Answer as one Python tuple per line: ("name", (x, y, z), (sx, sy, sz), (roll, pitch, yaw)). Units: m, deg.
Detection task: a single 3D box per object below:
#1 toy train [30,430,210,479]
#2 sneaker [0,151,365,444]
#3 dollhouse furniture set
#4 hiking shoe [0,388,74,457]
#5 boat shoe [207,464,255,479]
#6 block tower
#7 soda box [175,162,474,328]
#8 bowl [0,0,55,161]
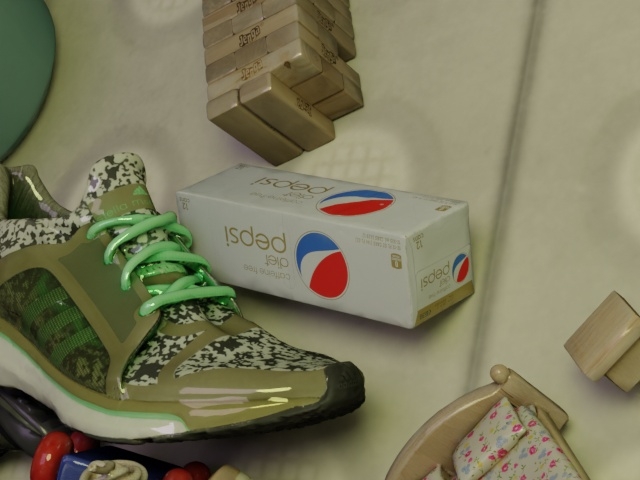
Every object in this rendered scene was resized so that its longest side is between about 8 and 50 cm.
("toy train", (-0.149, 0.205, 0.904), (0.105, 0.248, 0.143), (16, 85, 4))
("sneaker", (-0.140, 0.031, 0.993), (0.410, 0.158, 0.182), (12, 100, 38))
("dollhouse furniture set", (0.044, 0.178, 0.716), (0.355, 0.174, 0.303), (-49, 19, 9))
("hiking shoe", (-0.268, 0.151, 1.125), (0.227, 0.086, 0.114), (19, 94, 45))
("boat shoe", (-0.084, 0.289, 0.892), (0.092, 0.103, 0.285), (21, 79, 9))
("block tower", (-0.040, -0.231, 1.144), (0.091, 0.097, 0.335), (-23, 57, 25))
("soda box", (0.000, 0.000, 0.985), (0.216, 0.074, 0.069), (11, 117, 40))
("bowl", (-0.369, -0.167, 1.302), (0.312, 0.163, 0.311), (-17, 58, 28))
